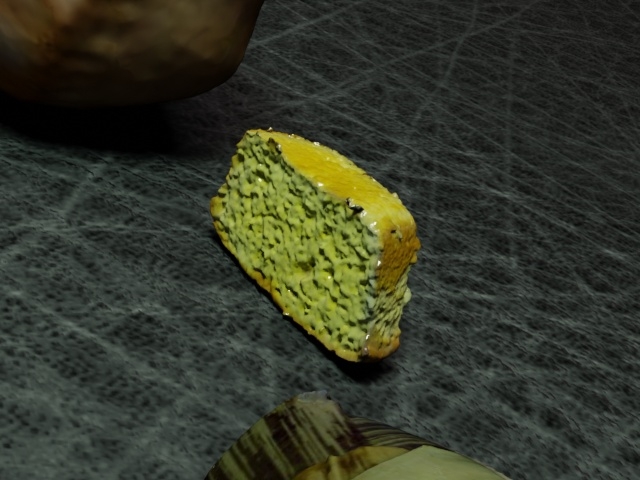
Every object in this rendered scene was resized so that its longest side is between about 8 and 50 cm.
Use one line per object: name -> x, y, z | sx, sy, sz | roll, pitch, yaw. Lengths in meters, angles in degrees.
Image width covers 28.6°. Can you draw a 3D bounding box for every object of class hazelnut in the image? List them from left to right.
hazelnut -> -0.186, -0.272, 0.956 | 0.372, 0.372, 0.315 | 26, 43, 8

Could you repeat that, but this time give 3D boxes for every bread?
bread -> 0.000, 0.000, 0.842 | 0.065, 0.103, 0.187 | 3, 26, -41

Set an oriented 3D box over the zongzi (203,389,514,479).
zongzi -> -0.013, 0.121, 0.410 | 0.317, 0.154, 0.289 | 37, -4, -41
